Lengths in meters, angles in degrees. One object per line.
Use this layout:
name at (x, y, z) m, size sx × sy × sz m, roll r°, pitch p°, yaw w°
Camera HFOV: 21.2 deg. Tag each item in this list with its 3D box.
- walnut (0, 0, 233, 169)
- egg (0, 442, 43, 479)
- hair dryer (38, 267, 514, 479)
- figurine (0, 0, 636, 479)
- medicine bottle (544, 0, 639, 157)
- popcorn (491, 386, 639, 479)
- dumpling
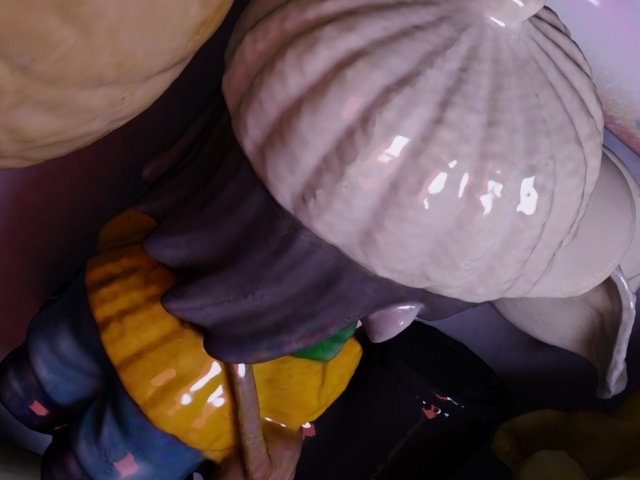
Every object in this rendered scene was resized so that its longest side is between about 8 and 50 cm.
walnut at (-0.169, -0.173, 0.664) m, size 0.313 × 0.277 × 0.252 m, roll 28°, pitch 107°, yaw -22°
egg at (-0.217, 0.216, 0.902) m, size 0.269 × 0.219 × 0.219 m, roll -23°, pitch 122°, yaw -17°
hair dryer at (-0.048, 0.095, 0.964) m, size 0.251 × 0.089 × 0.197 m, roll 34°, pitch 109°, yaw -17°
figurine at (-0.019, 0.001, 0.784) m, size 0.332 × 0.185 × 0.204 m, roll -36°, pitch 158°, yaw 9°
medicine bottle at (0.126, -0.132, 0.858) m, size 0.426 × 0.108 × 0.108 m, roll 37°, pitch 105°, yaw -25°
popcorn at (0.179, 0.226, 0.908) m, size 0.292 × 0.334 × 0.293 m, roll -4°, pitch 123°, yaw 34°
dumpling at (0.133, 0.007, 0.913) m, size 0.100 × 0.134 × 0.169 m, roll -2°, pitch 116°, yaw -10°
